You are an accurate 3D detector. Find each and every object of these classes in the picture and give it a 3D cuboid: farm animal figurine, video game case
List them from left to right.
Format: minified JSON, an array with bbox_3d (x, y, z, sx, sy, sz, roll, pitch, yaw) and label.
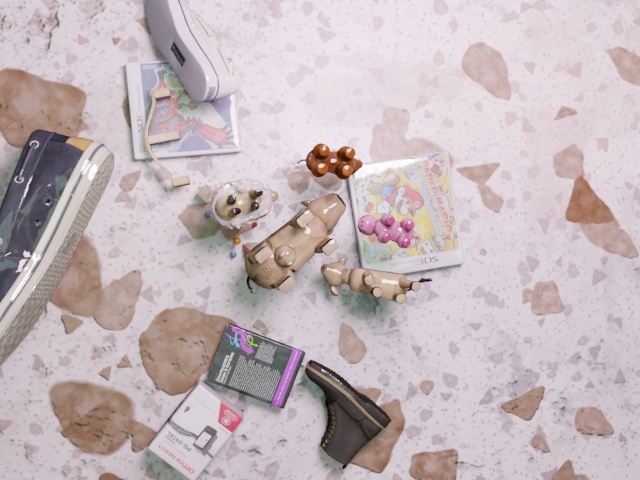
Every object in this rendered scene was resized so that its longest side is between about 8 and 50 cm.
[{"bbox_3d":[-0.258,-0.251,1.373,0.201,0.023,0.183,-6,91,-8],"label":"video game case"},{"bbox_3d":[0.000,0.000,1.332,0.327,0.172,0.330,-24,97,-10],"label":"farm animal figurine"},{"bbox_3d":[0.167,-0.050,1.428,0.206,0.026,0.227,-9,91,-8],"label":"video game case"}]

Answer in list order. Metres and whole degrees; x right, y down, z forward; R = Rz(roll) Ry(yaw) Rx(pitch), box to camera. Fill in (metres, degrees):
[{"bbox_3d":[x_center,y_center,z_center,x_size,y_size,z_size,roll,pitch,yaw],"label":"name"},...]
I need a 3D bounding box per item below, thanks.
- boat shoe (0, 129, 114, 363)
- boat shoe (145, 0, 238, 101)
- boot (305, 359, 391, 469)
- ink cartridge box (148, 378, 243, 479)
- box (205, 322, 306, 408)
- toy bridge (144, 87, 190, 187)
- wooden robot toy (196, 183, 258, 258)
[{"bbox_3d":[-0.536,0.030,1.263,0.156,0.187,0.500,25,81,-5],"label":"boat shoe"},{"bbox_3d":[-0.234,-0.368,1.331,0.088,0.096,0.267,-15,62,-40],"label":"boat shoe"},{"bbox_3d":[0.020,0.335,1.390,0.198,0.077,0.137,40,90,-5],"label":"boot"},{"bbox_3d":[-0.232,0.355,1.358,0.109,0.063,0.150,39,85,-6],"label":"ink cartridge box"},{"bbox_3d":[-0.124,0.239,1.390,0.162,0.029,0.116,22,87,-8],"label":"box"},{"bbox_3d":[-0.291,-0.190,1.345,0.063,0.026,0.188,-13,91,-5],"label":"toy bridge"},{"bbox_3d":[-0.165,-0.037,1.358,0.076,0.079,0.173,-33,95,-6],"label":"wooden robot toy"}]
